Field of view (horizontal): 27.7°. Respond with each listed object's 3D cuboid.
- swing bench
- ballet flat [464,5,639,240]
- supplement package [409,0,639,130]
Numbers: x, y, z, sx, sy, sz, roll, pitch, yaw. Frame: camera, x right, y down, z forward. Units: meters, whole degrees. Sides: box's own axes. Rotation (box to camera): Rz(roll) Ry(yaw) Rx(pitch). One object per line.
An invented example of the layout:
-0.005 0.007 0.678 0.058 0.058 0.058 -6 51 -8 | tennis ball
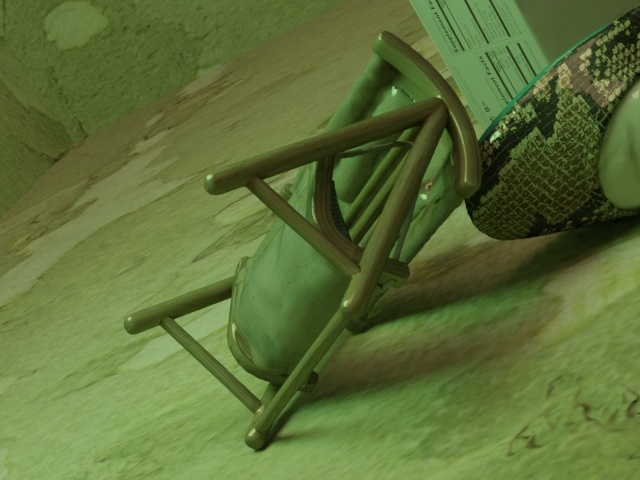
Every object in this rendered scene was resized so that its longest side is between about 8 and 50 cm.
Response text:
0.000 0.000 1.110 0.255 0.165 0.253 -42 -8 -38 | swing bench
0.344 -0.145 1.121 0.483 0.164 0.182 -36 38 -19 | ballet flat
0.264 -0.293 1.540 0.145 0.204 0.262 -10 28 51 | supplement package
